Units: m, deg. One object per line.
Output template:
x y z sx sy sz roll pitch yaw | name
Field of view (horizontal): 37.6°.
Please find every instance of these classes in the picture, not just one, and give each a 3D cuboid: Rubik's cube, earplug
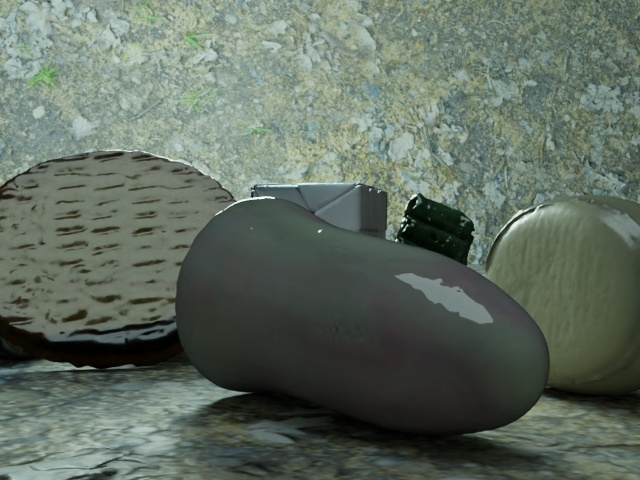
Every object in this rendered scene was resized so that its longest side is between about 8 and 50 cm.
0.000 0.000 1.871 0.231 0.221 0.224 1 1 15 | Rubik's cube
0.039 0.069 0.703 0.172 0.172 0.301 -1 9 -39 | earplug

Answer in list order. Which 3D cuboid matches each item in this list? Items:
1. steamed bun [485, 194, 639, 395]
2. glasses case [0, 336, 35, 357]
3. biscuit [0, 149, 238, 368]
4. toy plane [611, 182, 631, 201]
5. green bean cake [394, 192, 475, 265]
0.253 0.049 0.840 0.130 0.177 0.228 9 -5 -28 | steamed bun
-0.440 0.094 1.085 0.299 0.060 0.114 1 7 27 | glasses case
-0.231 0.011 1.040 0.318 0.040 0.318 6 45 -6 | biscuit
0.367 0.025 0.925 0.118 0.252 0.252 -21 7 -16 | toy plane
0.141 0.060 1.359 0.107 0.193 0.208 18 -22 4 | green bean cake
